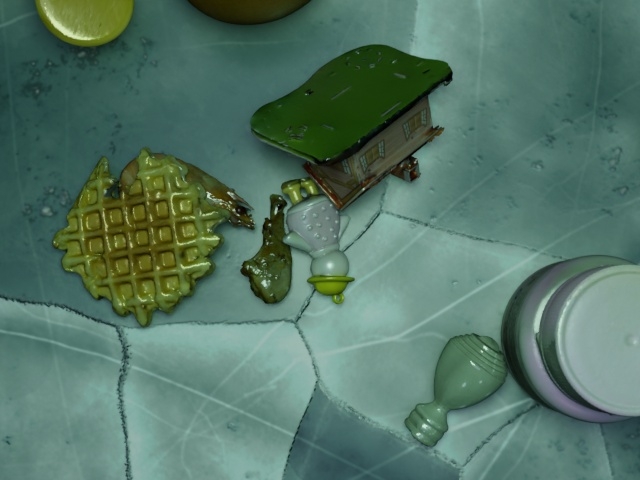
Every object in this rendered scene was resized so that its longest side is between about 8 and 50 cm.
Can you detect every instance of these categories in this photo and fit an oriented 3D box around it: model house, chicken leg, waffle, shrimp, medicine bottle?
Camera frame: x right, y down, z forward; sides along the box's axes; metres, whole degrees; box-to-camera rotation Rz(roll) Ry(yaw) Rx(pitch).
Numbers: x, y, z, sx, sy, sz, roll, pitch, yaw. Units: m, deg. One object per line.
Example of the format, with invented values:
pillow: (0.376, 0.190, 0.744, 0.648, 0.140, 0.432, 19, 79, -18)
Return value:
model house: (0.057, -0.163, 1.482, 0.207, 0.154, 0.294, 25, 52, 40)
chicken leg: (-0.080, 0.011, 1.508, 0.093, 0.070, 0.178, 19, 72, -38)
waffle: (-0.278, -0.009, 1.495, 0.250, 0.056, 0.261, 36, 98, 7)
shrimp: (-0.214, -0.053, 1.522, 0.236, 0.053, 0.133, 23, 84, 5)
medicine bottle: (0.400, 0.141, 1.382, 0.241, 0.302, 0.241, 0, 85, 0)

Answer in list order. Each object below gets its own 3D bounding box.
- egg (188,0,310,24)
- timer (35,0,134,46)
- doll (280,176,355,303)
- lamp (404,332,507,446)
egg: (-0.087, -0.493, 1.442, 0.282, 0.282, 0.351, 32, 80, 2)
timer: (-0.414, -0.518, 1.419, 0.376, 0.376, 0.387, 21, 88, 2)
doll: (0.000, 0.000, 1.505, 0.129, 0.081, 0.207, -18, 90, -34)
lamp: (0.207, 0.227, 1.483, 0.106, 0.106, 0.193, 38, 97, 3)
